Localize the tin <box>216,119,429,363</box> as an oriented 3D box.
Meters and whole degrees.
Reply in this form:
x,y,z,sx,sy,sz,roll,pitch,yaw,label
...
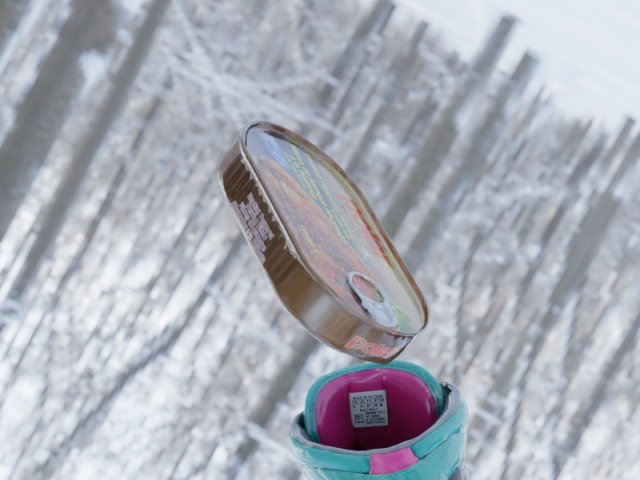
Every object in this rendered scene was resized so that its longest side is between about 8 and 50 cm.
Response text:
x,y,z,sx,sy,sz,roll,pitch,yaw,label
0.000,0.000,1.049,0.106,0.040,0.190,15,-147,-39,tin

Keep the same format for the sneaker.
x,y,z,sx,sy,sz,roll,pitch,yaw,label
0.043,0.173,1.186,0.123,0.178,0.295,-12,177,-8,sneaker
